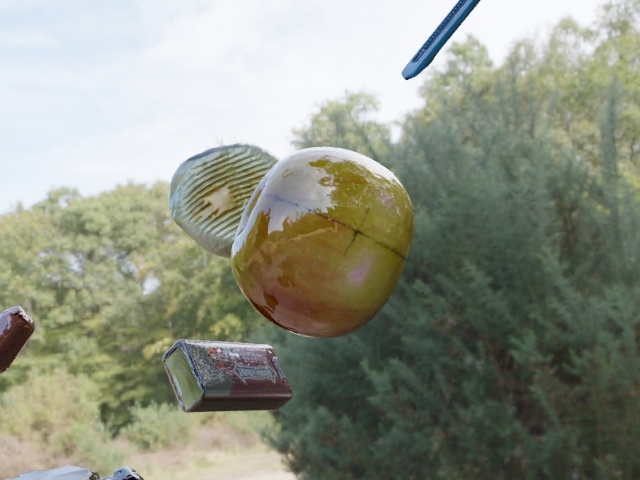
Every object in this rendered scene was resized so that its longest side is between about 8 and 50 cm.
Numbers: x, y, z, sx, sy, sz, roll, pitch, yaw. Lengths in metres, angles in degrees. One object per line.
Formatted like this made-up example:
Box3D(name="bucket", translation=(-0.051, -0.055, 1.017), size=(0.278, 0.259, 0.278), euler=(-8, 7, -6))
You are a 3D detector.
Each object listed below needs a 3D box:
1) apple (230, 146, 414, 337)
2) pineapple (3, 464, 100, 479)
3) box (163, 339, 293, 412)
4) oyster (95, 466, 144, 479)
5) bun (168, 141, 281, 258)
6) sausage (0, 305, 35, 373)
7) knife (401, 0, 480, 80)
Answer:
Box3D(name="apple", translation=(0.000, 0.000, 1.186), size=(0.233, 0.285, 0.286), euler=(22, -17, -9))
Box3D(name="pineapple", translation=(-0.260, 0.352, 0.791), size=(0.128, 0.247, 0.128), euler=(-6, -4, 0))
Box3D(name="box", translation=(-0.155, 0.234, 1.398), size=(0.069, 0.120, 0.224), euler=(-42, -30, 24))
Box3D(name="oyster", translation=(-0.344, 0.402, 1.248), size=(0.162, 0.107, 0.233), euler=(28, -3, 28))
Box3D(name="bun", translation=(-0.168, -0.081, 1.598), size=(0.244, 0.243, 0.153), euler=(-3, -8, -8))
Box3D(name="sausage", translation=(-0.611, 0.195, 1.578), size=(0.076, 0.141, 0.076), euler=(30, -16, 9))
Box3D(name="knife", translation=(0.200, -0.319, 1.047), size=(0.026, 0.296, 0.044), euler=(43, -7, -35))
